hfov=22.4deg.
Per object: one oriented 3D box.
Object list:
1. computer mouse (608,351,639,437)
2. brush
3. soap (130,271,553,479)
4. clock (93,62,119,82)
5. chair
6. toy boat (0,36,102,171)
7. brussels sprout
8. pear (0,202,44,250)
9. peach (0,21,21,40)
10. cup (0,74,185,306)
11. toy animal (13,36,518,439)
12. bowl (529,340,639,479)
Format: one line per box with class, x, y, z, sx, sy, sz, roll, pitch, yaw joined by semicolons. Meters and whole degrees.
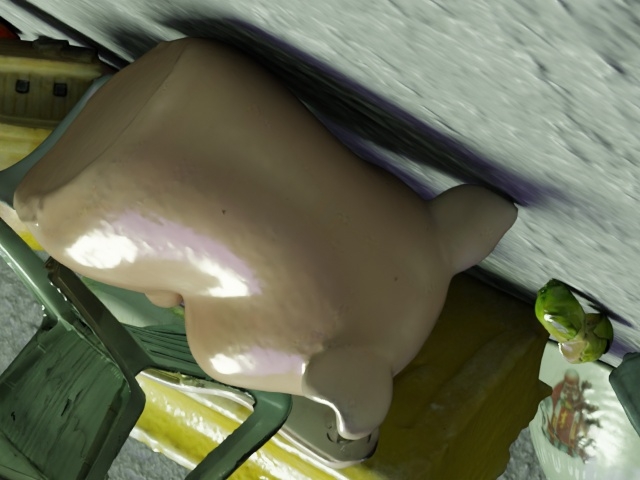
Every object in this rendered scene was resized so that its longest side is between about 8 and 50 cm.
computer mouse;0.373;0.200;1.304;0.188;0.122;0.371;34;177;-43
brush;-0.090;0.103;1.350;0.313;0.072;0.067;26;161;23
soap;0.020;0.128;1.518;0.335;0.293;0.156;26;139;27
clock;-0.190;-0.119;1.607;0.244;0.056;0.244;28;177;2
chair;-0.172;0.100;1.178;0.203;0.190;0.275;33;172;44
toy boat;-0.257;-0.118;1.409;0.321;0.121;0.089;6;-161;-19
brussels sprout;0.199;0.068;1.289;0.083;0.046;0.051;33;-144;-39
pear;-0.314;-0.088;1.897;0.209;0.209;0.209;29;176;2
peach;-0.384;-0.203;1.653;0.127;0.092;0.172;28;175;-28
cup;-0.084;-0.024;1.294;0.347;0.163;0.347;30;177;2
toy animal;-0.052;-0.002;1.028;0.256;0.195;0.213;38;153;-11
bowl;0.348;0.253;1.808;0.337;0.157;0.337;29;175;3
